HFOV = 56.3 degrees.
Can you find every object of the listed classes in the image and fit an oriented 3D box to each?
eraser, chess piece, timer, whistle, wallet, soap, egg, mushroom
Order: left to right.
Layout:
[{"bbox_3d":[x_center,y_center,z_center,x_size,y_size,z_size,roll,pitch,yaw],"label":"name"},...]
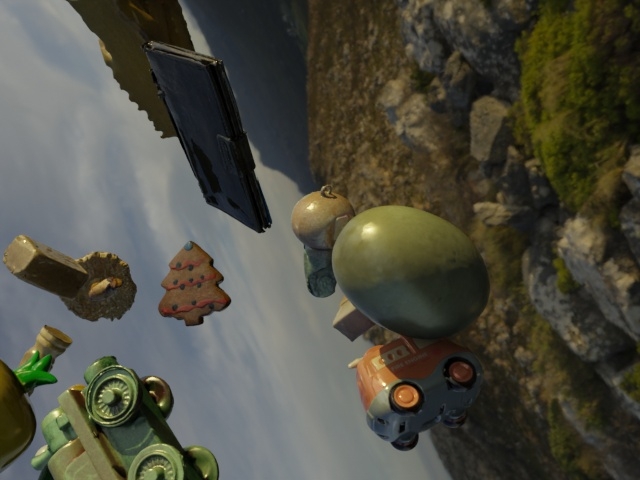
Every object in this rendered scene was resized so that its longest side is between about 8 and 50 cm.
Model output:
[{"bbox_3d":[-0.642,0.310,1.161,0.285,0.285,0.285,-26,-90,-90],"label":"timer"},{"bbox_3d":[-0.779,0.339,1.641,0.090,0.200,0.090,34,174,4],"label":"chess piece"},{"bbox_3d":[-0.697,0.133,1.818,0.208,0.232,0.302,60,169,15],"label":"mushroom"},{"bbox_3d":[-0.389,-0.377,1.310,0.304,0.169,0.339,-20,-87,-64],"label":"soap"},{"bbox_3d":[-0.173,-0.159,0.960,0.169,0.044,0.317,25,145,35],"label":"wallet"},{"bbox_3d":[0.000,0.000,1.676,0.189,0.189,0.348,-115,25,-59],"label":"whistle"},{"bbox_3d":[0.144,0.090,1.483,0.078,0.144,0.343,40,-139,-8],"label":"eraser"},{"bbox_3d":[0.186,0.066,1.223,0.352,0.258,0.258,27,-159,-28],"label":"egg"}]

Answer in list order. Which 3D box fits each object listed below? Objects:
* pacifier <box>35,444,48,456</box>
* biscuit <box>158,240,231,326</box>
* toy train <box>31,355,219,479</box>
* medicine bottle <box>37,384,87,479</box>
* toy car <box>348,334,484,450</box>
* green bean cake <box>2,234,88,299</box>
[{"bbox_3d":[-0.815,0.693,1.951,0.299,0.232,0.244,-101,3,-79],"label":"pacifier"},{"bbox_3d":[-0.195,0.064,0.901,0.019,0.119,0.130,39,-138,-74],"label":"biscuit"},{"bbox_3d":[-0.293,0.327,0.868,0.304,0.221,0.150,50,178,24],"label":"toy train"},{"bbox_3d":[-0.551,0.444,1.292,0.095,0.064,0.261,40,-137,-30],"label":"medicine bottle"},{"bbox_3d":[0.201,0.297,1.288,0.181,0.270,0.212,85,160,-45],"label":"toy car"},{"bbox_3d":[-0.666,0.067,1.454,0.109,0.085,0.179,33,175,32],"label":"green bean cake"}]
